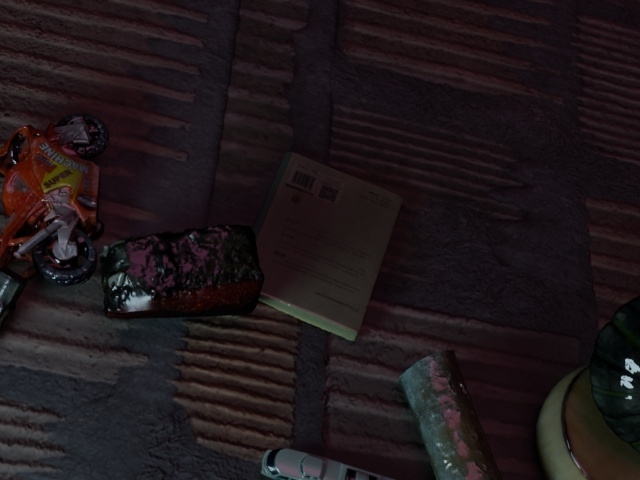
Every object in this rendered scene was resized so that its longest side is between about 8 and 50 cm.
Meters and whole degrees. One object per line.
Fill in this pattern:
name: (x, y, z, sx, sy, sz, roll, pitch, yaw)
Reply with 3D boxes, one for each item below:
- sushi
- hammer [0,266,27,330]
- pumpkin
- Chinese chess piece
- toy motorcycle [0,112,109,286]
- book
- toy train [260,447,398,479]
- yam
sushi: (-0.196, 0.044, 1.643, 0.225, 0.136, 0.126, -2, 81, -19)
hammer: (-0.572, 0.011, 1.584, 0.365, 0.043, 0.111, 31, 94, 10)
pumpkin: (0.500, 0.189, 1.626, 0.250, 0.216, 0.249, -1, 83, 5)
Chinese chess piece: (0.444, 0.300, 1.712, 0.257, 0.104, 0.257, 8, 56, -12)
toy motorcycle: (-0.393, -0.064, 1.679, 0.171, 0.089, 0.298, 7, 58, -12)
book: (0.000, 0.000, 1.806, 0.215, 0.025, 0.282, 23, 54, 0)
toy train: (0.020, 0.327, 1.591, 0.207, 0.047, 0.043, 18, 54, -8)
yam: (0.192, 0.285, 1.649, 0.093, 0.093, 0.259, -8, 62, -23)
